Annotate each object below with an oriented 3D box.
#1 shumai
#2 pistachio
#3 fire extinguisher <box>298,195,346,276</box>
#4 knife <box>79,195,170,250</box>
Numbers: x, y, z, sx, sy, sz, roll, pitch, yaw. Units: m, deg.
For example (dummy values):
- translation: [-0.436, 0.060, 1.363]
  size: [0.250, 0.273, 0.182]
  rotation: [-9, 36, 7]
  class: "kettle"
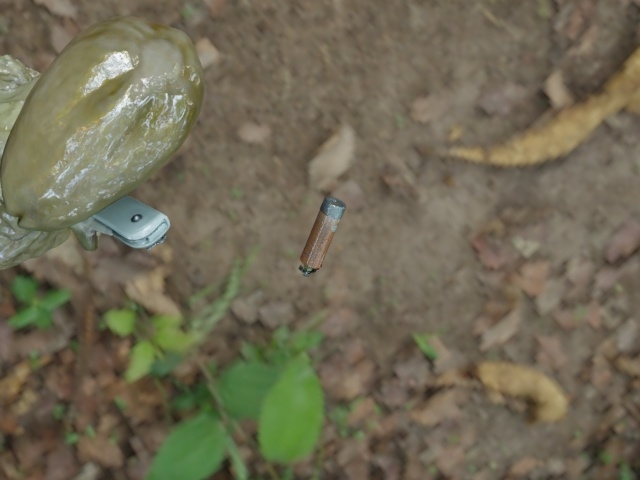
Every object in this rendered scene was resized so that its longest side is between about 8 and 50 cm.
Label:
- translation: [-0.367, -0.080, 2.066]
  size: [0.314, 0.262, 0.267]
  rotation: [16, 92, -35]
  class: "shumai"
- translation: [-0.162, -0.083, 1.268]
  size: [0.108, 0.126, 0.185]
  rotation: [43, 92, -15]
  class: "pistachio"
- translation: [0.000, 0.000, 1.615]
  size: [0.083, 0.022, 0.028]
  rotation: [-68, 171, 21]
  class: "fire extinguisher"
- translation: [-0.184, -0.028, 1.380]
  size: [0.044, 0.162, 0.023]
  rotation: [-42, 135, -27]
  class: "knife"
